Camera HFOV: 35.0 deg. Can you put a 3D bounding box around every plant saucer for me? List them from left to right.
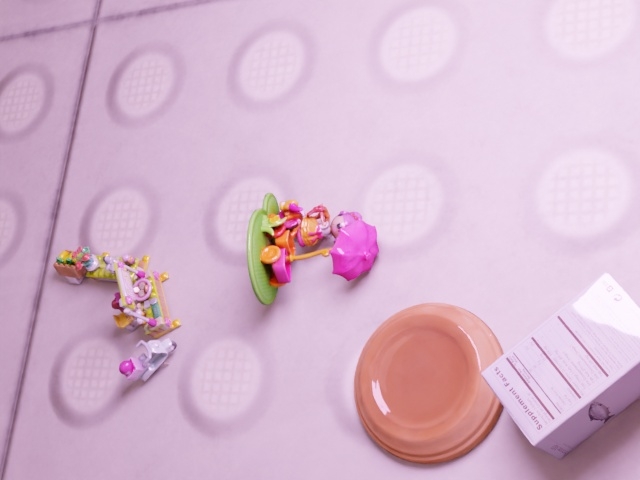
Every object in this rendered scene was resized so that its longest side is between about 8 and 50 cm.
[{"bbox_3d":[0.127,0.169,1.238,0.200,0.037,0.199,-11,67,26],"label":"plant saucer"}]

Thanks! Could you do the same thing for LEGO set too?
[{"bbox_3d":[-0.308,0.065,1.480,0.132,0.107,0.287,-48,56,5],"label":"LEGO set"}]

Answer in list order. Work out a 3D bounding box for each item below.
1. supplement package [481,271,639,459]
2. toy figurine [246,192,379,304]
[{"bbox_3d":[0.288,0.140,1.117,0.179,0.105,0.105,-41,57,10],"label":"supplement package"},{"bbox_3d":[0.000,0.000,1.351,0.159,0.130,0.173,-5,44,14],"label":"toy figurine"}]
